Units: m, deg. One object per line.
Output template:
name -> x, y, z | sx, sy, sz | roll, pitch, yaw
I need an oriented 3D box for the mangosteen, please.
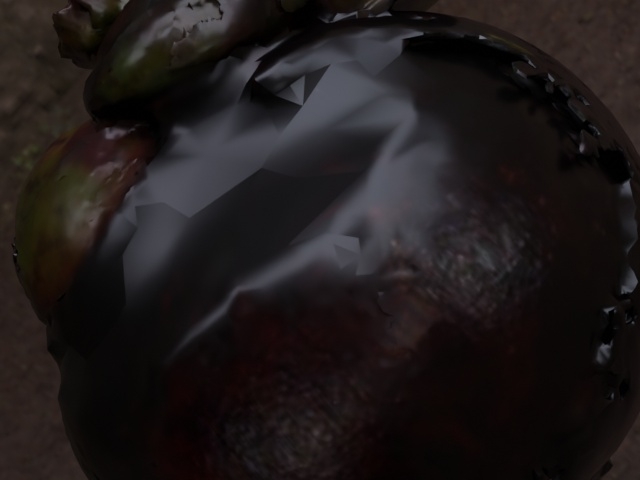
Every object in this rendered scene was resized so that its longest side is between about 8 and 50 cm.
mangosteen -> 0.015, 0.010, 0.938 | 0.381, 0.381, 0.421 | -30, 65, 19
